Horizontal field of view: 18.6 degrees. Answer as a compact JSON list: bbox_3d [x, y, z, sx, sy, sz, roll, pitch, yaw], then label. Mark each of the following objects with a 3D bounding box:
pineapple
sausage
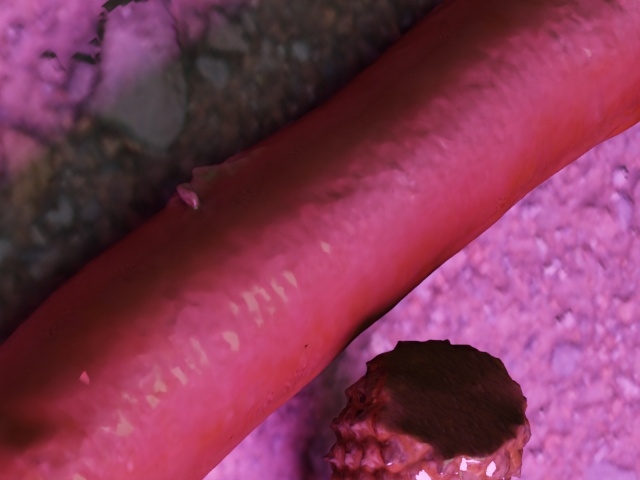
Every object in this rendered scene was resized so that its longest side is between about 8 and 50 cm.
[{"bbox_3d":[0.026,0.109,0.739,0.074,0.074,0.159,-19,145,-34],"label":"pineapple"},{"bbox_3d":[0.000,0.000,0.732,0.419,0.094,0.094,-39,85,-28],"label":"sausage"}]
